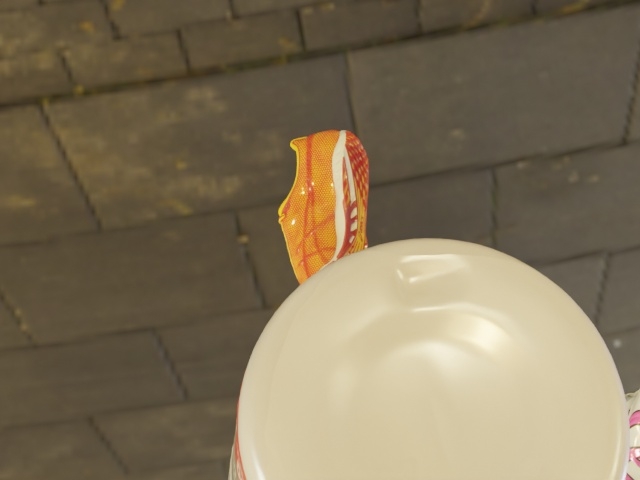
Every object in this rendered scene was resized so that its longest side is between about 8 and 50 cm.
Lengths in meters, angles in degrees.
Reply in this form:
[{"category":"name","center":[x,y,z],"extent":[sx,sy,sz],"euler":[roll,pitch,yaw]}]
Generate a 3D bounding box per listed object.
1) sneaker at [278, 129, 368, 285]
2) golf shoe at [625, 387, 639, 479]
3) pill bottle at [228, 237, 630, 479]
[{"category":"sneaker","center":[0.000,0.000,1.296],"extent":[0.067,0.175,0.064],"euler":[-7,157,28]},{"category":"golf shoe","center":[0.217,0.129,1.109],"extent":[0.067,0.086,0.186],"euler":[-25,137,-29]},{"category":"pill bottle","center":[0.035,0.123,0.788],"extent":[0.161,0.161,0.283],"euler":[-6,158,-8]}]
